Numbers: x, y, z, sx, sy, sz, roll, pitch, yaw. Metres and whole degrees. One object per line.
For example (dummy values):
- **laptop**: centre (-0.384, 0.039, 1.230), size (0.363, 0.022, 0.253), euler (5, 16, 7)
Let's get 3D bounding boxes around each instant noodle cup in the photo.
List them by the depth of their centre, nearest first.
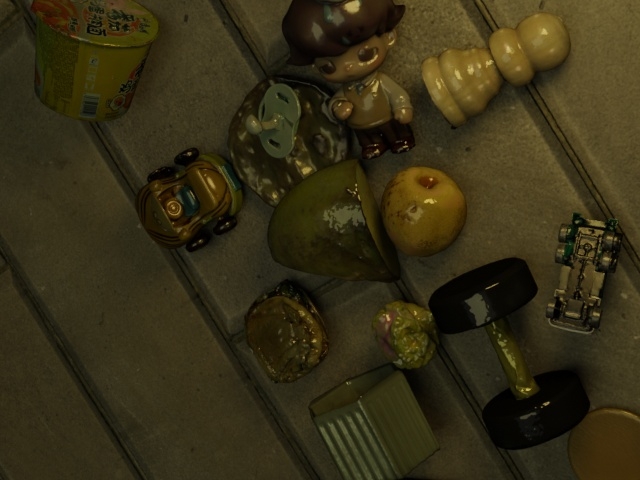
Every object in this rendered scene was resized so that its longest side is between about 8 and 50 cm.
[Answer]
- **instant noodle cup**: centre (-0.478, -0.384, 2.102), size (0.264, 0.264, 0.200), euler (29, 125, 14)

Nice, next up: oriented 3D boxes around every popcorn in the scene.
- **popcorn**: centre (0.173, 0.191, 2.041), size (0.145, 0.126, 0.126), euler (35, 124, 18)

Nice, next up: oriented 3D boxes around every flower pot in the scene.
- **flower pot**: centre (0.109, 0.383, 2.078), size (0.209, 0.239, 0.190), euler (-27, 92, -4)

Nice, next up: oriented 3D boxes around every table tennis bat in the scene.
- **table tennis bat**: centre (0.619, 0.468, 1.963), size (0.198, 0.050, 0.321), euler (-43, 82, 30)

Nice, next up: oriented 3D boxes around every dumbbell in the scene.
- **dumbbell**: centre (0.359, 0.213, 1.916), size (0.203, 0.204, 0.322), euler (-24, 95, 29)

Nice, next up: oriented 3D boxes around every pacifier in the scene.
- **pacifier**: centre (-0.103, -0.236, 1.981), size (0.127, 0.116, 0.150), euler (42, 128, 36)

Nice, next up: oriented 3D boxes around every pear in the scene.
- **pear**: centre (0.196, -0.052, 1.942), size (0.178, 0.178, 0.178), euler (7, 109, 23)

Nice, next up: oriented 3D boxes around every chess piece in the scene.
- **chess piece**: centre (0.325, -0.319, 1.817), size (0.261, 0.143, 0.143), euler (-25, 94, 22)

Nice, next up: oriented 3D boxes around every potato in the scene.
- **potato**: centre (0.000, 0.000, 2.036), size (0.255, 0.112, 0.269), euler (-16, 106, 22)

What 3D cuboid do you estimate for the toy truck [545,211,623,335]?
- **toy truck**: centre (0.484, 0.066, 1.841), size (0.110, 0.116, 0.216), euler (10, 81, 22)

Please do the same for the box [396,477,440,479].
- **box**: centre (0.234, 0.671, 2.183), size (0.198, 0.084, 0.310), euler (-2, 104, 25)

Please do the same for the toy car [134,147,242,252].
- **toy car**: centre (-0.294, -0.077, 2.158), size (0.248, 0.142, 0.200), euler (-32, 90, 27)

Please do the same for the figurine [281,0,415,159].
- **figurine**: centre (0.055, -0.323, 1.887), size (0.218, 0.206, 0.365), euler (-4, 106, 40)

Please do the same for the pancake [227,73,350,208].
- **pancake**: centre (-0.063, -0.201, 2.068), size (0.294, 0.049, 0.294), euler (9, 113, 22)

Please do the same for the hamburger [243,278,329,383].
- **hamburger**: centre (-0.069, 0.201, 2.169), size (0.183, 0.130, 0.206), euler (-42, 68, 27)
